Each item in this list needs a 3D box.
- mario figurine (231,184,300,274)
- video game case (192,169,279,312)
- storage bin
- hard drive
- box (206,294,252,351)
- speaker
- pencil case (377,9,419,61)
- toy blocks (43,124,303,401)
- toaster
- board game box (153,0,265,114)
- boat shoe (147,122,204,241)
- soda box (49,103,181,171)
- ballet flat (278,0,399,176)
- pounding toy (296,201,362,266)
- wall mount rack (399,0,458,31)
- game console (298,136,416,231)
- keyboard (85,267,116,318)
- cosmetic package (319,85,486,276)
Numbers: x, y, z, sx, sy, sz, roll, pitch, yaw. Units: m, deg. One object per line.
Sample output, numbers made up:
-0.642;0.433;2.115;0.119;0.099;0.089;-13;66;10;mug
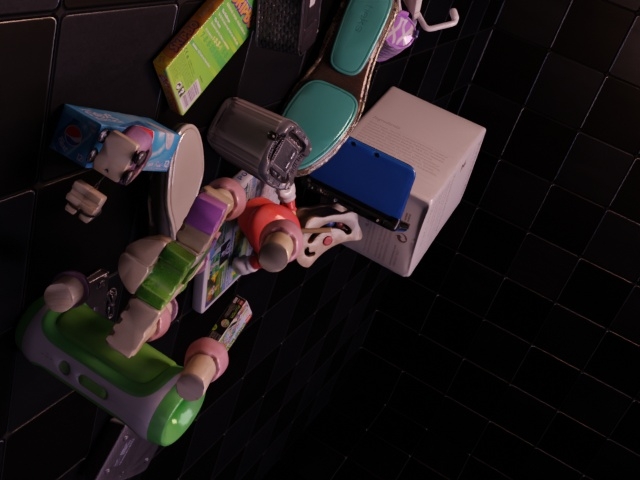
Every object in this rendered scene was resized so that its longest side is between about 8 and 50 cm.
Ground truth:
-0.128;-0.032;1.689;0.320;0.170;0.198;84;0;-81;mario figurine
-0.185;-0.031;1.725;0.300;0.036;0.329;-47;159;-42;video game case
-0.051;-0.428;1.311;0.122;0.084;0.180;-62;164;-55;storage bin
-0.440;0.469;1.731;0.172;0.054;0.254;-61;164;-1;hard drive
-0.256;0.251;1.968;0.207;0.036;0.114;-56;163;-18;box
-0.330;0.197;1.179;0.131;0.296;0.131;-53;162;-26;speaker
0.165;-0.492;1.823;0.206;0.086;0.088;-166;-97;-77;pencil case
-0.213;0.019;1.124;0.289;0.309;0.260;-57;-176;11;toy blocks
-0.121;-0.189;1.457;0.129;0.146;0.227;-63;165;0;toaster
-0.175;-0.340;1.246;0.259;0.039;0.124;-53;163;-20;board game box
-0.272;-0.067;1.335;0.112;0.095;0.335;-49;155;-44;boat shoe
-0.298;-0.148;1.118;0.067;0.071;0.210;-65;163;13;soda box
0.038;-0.352;1.696;0.483;0.164;0.182;-64;179;-1;ballet flat
0.000;0.000;2.047;0.269;0.155;0.154;-11;122;-27;pounding toy
0.236;-0.660;1.704;0.130;0.304;0.350;-17;157;-9;wall mount rack
0.110;-0.159;1.949;0.173;0.293;0.250;-64;164;8;game console
-0.406;0.128;1.335;0.108;0.023;0.180;-33;149;-47;keyboard
0.233;-0.181;2.232;0.394;0.327;0.329;-50;160;-38;cosmetic package
